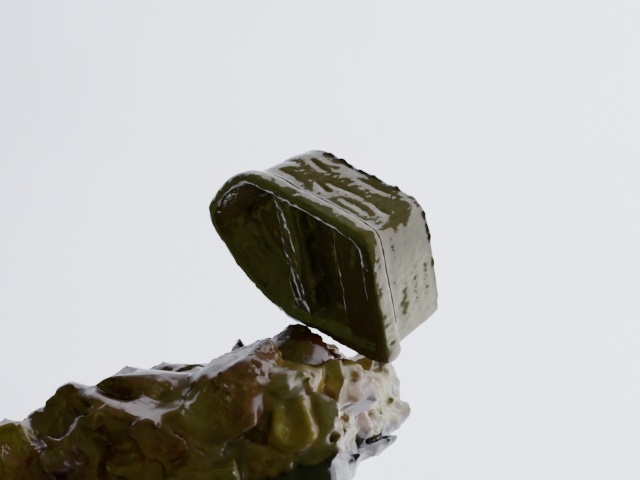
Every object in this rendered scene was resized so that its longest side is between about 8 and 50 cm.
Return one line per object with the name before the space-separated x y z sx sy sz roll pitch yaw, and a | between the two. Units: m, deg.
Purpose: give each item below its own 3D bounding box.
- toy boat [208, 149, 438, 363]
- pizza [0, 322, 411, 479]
toy boat | 0.000 0.000 1.144 0.188 0.061 0.116 27 -41 44
pizza | -0.091 0.132 1.106 0.277 0.408 0.114 -23 -97 60
